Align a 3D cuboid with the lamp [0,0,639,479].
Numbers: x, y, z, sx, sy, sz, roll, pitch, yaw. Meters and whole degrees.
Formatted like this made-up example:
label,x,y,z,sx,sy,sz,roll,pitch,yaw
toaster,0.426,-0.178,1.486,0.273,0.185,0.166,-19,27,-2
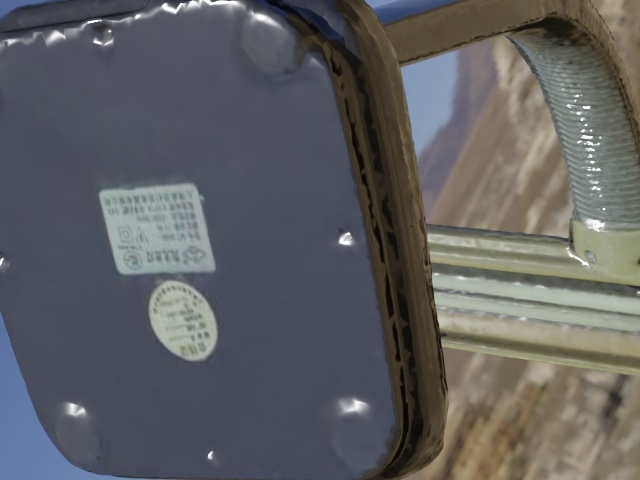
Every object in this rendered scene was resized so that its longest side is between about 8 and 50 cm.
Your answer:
label,x,y,z,sx,sy,sz,roll,pitch,yaw
lamp,0.001,-0.007,0.480,0.283,0.203,0.125,-1,-92,-57
